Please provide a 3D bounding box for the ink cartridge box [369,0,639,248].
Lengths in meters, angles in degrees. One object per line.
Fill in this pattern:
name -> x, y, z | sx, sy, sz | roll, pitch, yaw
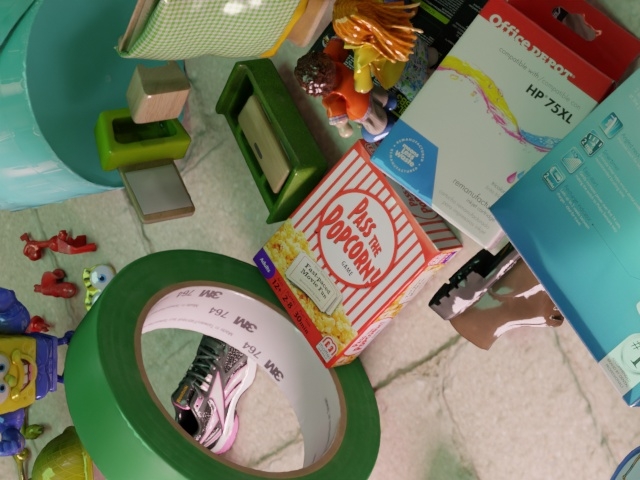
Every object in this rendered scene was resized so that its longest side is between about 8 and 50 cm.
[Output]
ink cartridge box -> 0.166, -0.121, 1.732 | 0.134, 0.078, 0.231 | 37, 94, 8

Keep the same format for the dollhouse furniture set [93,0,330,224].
dollhouse furniture set -> -0.087, -0.149, 1.934 | 0.151, 0.198, 0.301 | 65, 149, 25

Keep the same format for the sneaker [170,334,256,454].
sneaker -> -0.124, 0.160, 2.156 | 0.072, 0.077, 0.178 | 22, 110, 40

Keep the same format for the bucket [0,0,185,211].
bucket -> -0.294, -0.170, 2.153 | 0.183, 0.281, 0.281 | -5, 93, 40

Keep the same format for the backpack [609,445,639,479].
backpack -> 0.328, 0.293, 1.643 | 0.277, 0.213, 0.263 | 14, 95, 46

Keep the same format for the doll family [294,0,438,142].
doll family -> 0.042, -0.224, 1.765 | 0.118, 0.163, 0.263 | -17, 65, 25

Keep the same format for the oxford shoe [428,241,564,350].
oxford shoe -> 0.211, 0.024, 1.814 | 0.096, 0.083, 0.227 | 47, 125, -4

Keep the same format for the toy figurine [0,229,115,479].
toy figurine -> -0.387, 0.173, 2.325 | 0.191, 0.217, 0.362 | 15, 106, 43

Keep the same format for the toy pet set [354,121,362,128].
toy pet set -> 0.086, -0.149, 1.930 | 0.114, 0.065, 0.122 | -104, 34, -60

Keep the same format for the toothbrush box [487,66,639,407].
toothbrush box -> 0.321, -0.035, 1.600 | 0.295, 0.126, 0.216 | -46, 64, 24

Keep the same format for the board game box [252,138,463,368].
board game box -> 0.035, 0.013, 1.982 | 0.193, 0.045, 0.146 | -48, 66, 32

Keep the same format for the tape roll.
tape roll -> -0.095, 0.156, 1.952 | 0.077, 0.321, 0.321 | -50, 62, 37

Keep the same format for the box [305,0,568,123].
box -> 0.107, -0.195, 1.843 | 0.191, 0.045, 0.184 | 39, 96, 34
